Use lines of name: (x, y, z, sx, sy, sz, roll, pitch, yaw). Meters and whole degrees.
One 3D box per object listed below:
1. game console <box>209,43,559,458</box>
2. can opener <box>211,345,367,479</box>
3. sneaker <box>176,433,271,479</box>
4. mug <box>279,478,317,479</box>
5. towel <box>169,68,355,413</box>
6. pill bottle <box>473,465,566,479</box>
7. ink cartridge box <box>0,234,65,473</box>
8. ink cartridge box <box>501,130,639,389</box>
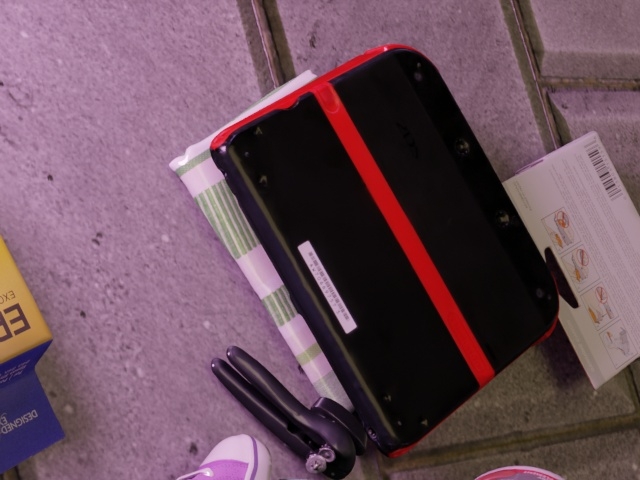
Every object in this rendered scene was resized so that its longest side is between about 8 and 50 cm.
game console: (0.082, -0.003, 1.881, 0.342, 0.060, 0.386, -33, 95, -39)
can opener: (-0.035, 0.175, 1.743, 0.186, 0.059, 0.073, 36, 26, -13)
sneaker: (-0.157, 0.252, 1.569, 0.161, 0.102, 0.282, 44, 48, -13)
mug: (0.008, 0.283, 1.685, 0.158, 0.129, 0.097, 2, 82, 1)
towel: (0.000, 0.000, 1.865, 0.248, 0.038, 0.325, -38, 99, -44)
pill bottle: (0.171, 0.335, 1.678, 0.176, 0.176, 0.318, 65, 17, 2)
ink cartridge box: (-0.381, 0.085, 1.472, 0.303, 0.072, 0.307, -28, 89, -45)
ink cartridge box: (0.319, 0.028, 2.111, 0.239, 0.060, 0.275, -27, 90, -44)
